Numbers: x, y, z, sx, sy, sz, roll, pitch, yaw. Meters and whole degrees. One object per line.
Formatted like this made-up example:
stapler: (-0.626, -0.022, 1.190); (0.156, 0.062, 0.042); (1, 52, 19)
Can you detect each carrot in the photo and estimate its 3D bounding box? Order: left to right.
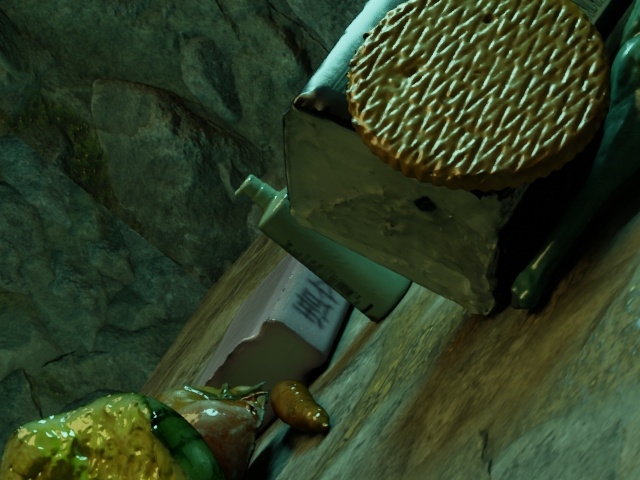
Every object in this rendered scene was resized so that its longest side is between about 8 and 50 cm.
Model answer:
carrot: (-0.026, 0.218, 1.904); (0.059, 0.059, 0.248); (-51, 9, -5)

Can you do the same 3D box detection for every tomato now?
tomato: (-0.162, 0.264, 1.963); (0.214, 0.155, 0.181); (-131, 56, -86)

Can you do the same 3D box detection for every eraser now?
eraser: (-0.064, 0.145, 2.287); (0.272, 0.122, 0.359); (-50, 5, 28)

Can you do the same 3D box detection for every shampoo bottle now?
shampoo bottle: (0.000, 0.000, 1.999); (0.085, 0.262, 0.085); (-50, 6, 8)

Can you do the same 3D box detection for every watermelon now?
watermelon: (-0.225, 0.338, 1.791); (0.189, 0.331, 0.331); (-10, -30, -51)

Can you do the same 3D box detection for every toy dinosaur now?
toy dinosaur: (0.305, -0.129, 1.468); (0.331, 0.129, 0.383); (-57, 1, 32)

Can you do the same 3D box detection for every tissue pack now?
tissue pack: (0.169, -0.167, 1.562); (0.417, 0.264, 0.253); (-55, -20, -30)

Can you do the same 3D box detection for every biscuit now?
biscuit: (0.148, -0.147, 1.372); (0.254, 0.254, 0.035); (-54, -26, -26)
